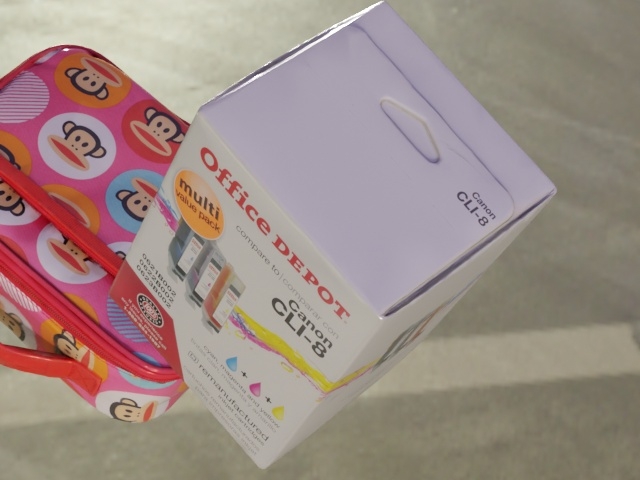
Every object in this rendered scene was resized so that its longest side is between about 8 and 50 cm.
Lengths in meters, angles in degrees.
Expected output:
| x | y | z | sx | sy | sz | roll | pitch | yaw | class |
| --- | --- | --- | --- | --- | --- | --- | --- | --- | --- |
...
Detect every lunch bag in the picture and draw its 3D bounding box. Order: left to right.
| x | y | z | sx | sy | sz | roll | pitch | yaw | class |
| --- | --- | --- | --- | --- | --- | --- | --- | --- | --- |
| -0.190 | 0.001 | 1.242 | 0.293 | 0.120 | 0.258 | 40 | 52 | 5 | lunch bag |

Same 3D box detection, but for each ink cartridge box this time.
| x | y | z | sx | sy | sz | roll | pitch | yaw | class |
| --- | --- | --- | --- | --- | --- | --- | --- | --- | --- |
| 0.000 | 0.000 | 0.738 | 0.127 | 0.176 | 0.128 | -35 | 77 | -35 | ink cartridge box |
